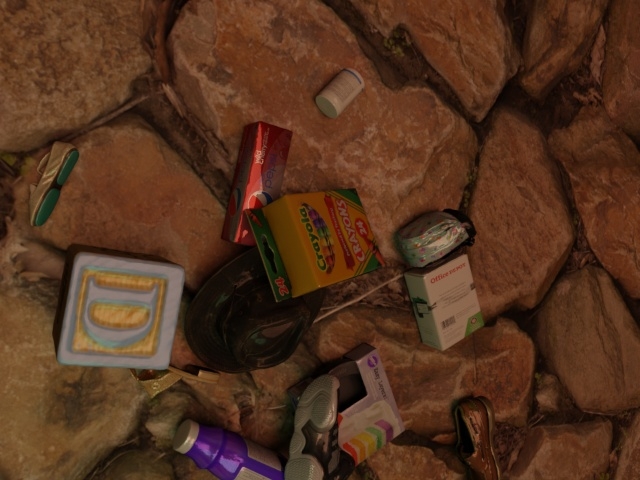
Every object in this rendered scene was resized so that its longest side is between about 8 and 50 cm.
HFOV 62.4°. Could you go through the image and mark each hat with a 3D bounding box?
[{"bbox_3d":[-0.110,0.172,1.118,0.332,0.134,0.331,-12,117,-25],"label":"hat"}]

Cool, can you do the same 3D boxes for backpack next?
[{"bbox_3d":[0.290,-0.008,1.371,0.182,0.152,0.115,-31,103,-10],"label":"backpack"}]

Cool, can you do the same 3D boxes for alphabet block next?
[{"bbox_3d":[-0.378,0.117,0.980,0.193,0.197,0.193,12,88,-28],"label":"alphabet block"}]

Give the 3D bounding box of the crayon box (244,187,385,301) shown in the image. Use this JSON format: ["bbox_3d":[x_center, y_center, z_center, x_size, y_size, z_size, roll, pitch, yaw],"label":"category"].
[{"bbox_3d":[0.000,0.000,1.135,0.319,0.081,0.202,-14,81,-53],"label":"crayon box"}]

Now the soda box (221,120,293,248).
[{"bbox_3d":[-0.139,-0.118,1.147,0.084,0.092,0.263,12,89,-30],"label":"soda box"}]

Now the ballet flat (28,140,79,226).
[{"bbox_3d":[-0.507,-0.107,0.982,0.052,0.057,0.168,23,78,0],"label":"ballet flat"}]

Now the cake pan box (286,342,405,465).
[{"bbox_3d":[0.068,0.421,1.319,0.246,0.070,0.266,-25,105,-26],"label":"cake pan box"}]

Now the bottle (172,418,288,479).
[{"bbox_3d":[-0.187,0.478,1.156,0.283,0.118,0.092,37,80,-27],"label":"bottle"}]

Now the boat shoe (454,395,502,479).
[{"bbox_3d":[0.439,0.606,1.519,0.105,0.111,0.307,-6,87,-24],"label":"boat shoe"}]

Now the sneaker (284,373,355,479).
[{"bbox_3d":[0.013,0.449,1.206,0.153,0.101,0.268,35,62,-44],"label":"sneaker"}]

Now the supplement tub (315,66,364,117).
[{"bbox_3d":[0.047,-0.348,1.242,0.107,0.071,0.071,-48,114,-17],"label":"supplement tub"}]

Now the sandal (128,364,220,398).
[{"bbox_3d":[-0.323,0.287,1.085,0.240,0.088,0.079,23,77,-33],"label":"sandal"}]

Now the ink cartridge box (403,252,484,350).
[{"bbox_3d":[0.334,0.158,1.424,0.160,0.093,0.219,-23,104,-25],"label":"ink cartridge box"}]
